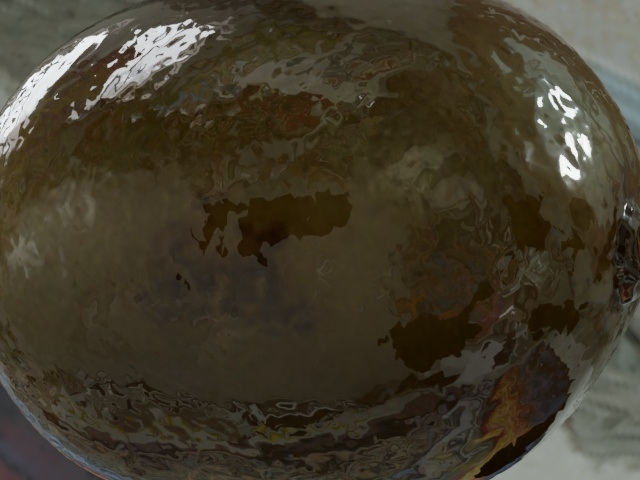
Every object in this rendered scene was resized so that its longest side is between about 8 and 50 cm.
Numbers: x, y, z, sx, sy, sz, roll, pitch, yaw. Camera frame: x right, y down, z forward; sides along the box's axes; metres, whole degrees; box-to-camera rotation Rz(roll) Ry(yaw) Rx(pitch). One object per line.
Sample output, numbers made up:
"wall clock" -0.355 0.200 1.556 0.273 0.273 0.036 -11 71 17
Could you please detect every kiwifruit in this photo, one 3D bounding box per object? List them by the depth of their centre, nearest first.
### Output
"kiwifruit" 0.000 0.000 0.584 0.234 0.196 0.196 0 -62 32
